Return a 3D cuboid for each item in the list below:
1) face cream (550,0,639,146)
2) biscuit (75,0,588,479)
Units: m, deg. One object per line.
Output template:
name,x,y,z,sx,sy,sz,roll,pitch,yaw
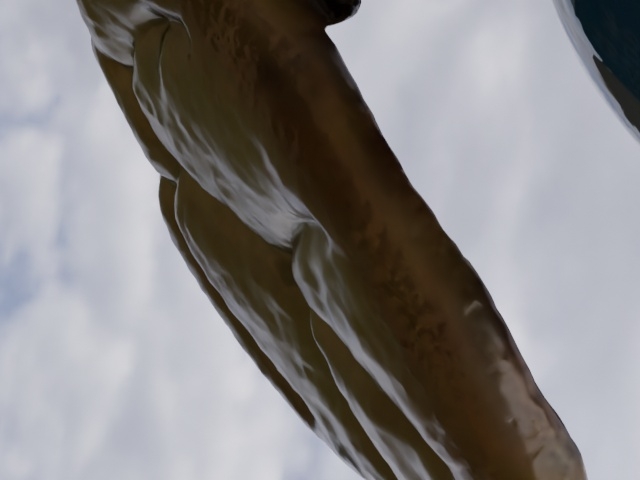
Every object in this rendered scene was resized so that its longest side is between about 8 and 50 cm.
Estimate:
face cream,0.089,-0.134,0.309,0.163,0.080,0.336,48,-19,37
biscuit,-0.005,0.002,0.533,0.260,0.041,0.203,47,-23,45
